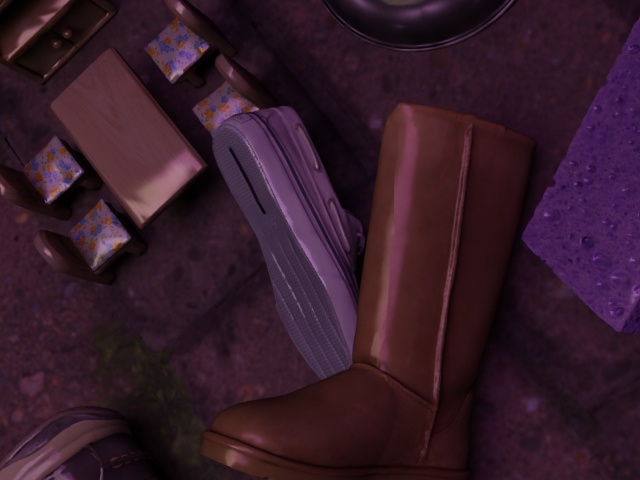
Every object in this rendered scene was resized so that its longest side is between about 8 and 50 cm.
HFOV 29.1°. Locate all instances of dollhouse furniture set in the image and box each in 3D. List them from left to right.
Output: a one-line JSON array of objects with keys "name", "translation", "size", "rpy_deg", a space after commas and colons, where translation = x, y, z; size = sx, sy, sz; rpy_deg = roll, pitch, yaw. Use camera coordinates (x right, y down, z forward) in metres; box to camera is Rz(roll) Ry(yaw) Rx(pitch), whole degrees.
[{"name": "dollhouse furniture set", "translation": [-0.193, -0.125, 0.987], "size": [0.212, 0.161, 0.242], "rpy_deg": [-42, 70, 8]}]

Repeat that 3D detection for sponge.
[{"name": "sponge", "translation": [0.222, -0.055, 0.833], "size": [0.117, 0.031, 0.210], "rpy_deg": [51, 124, 46]}]

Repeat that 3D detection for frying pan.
[{"name": "frying pan", "translation": [0.118, -0.299, 0.971], "size": [0.197, 0.053, 0.326], "rpy_deg": [42, 99, 19]}]

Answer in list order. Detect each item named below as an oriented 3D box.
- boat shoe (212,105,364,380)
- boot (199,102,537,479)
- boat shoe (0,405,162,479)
[{"name": "boat shoe", "translation": [0.000, 0.000, 0.938], "size": [0.083, 0.075, 0.226], "rpy_deg": [-17, 97, 56]}, {"name": "boot", "translation": [0.038, 0.036, 0.856], "size": [0.089, 0.236, 0.270], "rpy_deg": [7, 85, 47]}, {"name": "boat shoe", "translation": [-0.252, 0.291, 0.953], "size": [0.130, 0.132, 0.355], "rpy_deg": [42, 97, 21]}]
